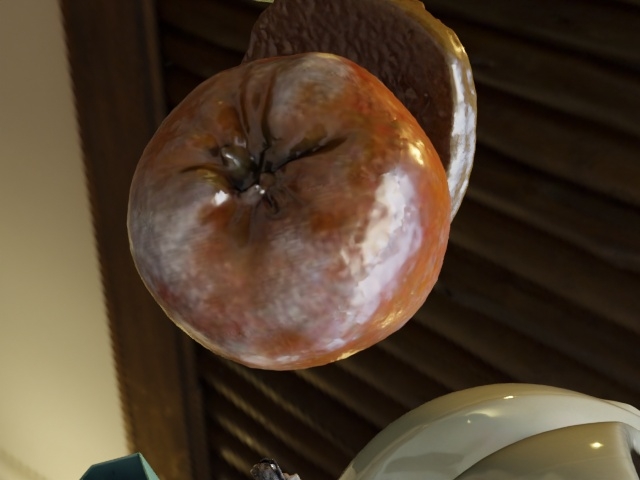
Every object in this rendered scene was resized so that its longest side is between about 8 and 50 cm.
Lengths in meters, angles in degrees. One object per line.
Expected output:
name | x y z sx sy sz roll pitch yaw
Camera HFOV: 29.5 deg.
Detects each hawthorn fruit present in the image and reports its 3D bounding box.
hawthorn fruit | -0.010 -0.024 0.910 0.235 0.263 0.231 -18 -90 34

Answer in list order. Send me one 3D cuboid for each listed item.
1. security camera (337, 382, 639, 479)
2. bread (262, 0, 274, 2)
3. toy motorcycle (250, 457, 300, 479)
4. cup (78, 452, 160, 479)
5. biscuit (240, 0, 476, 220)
security camera | 0.094 0.157 0.422 0.194 0.195 0.236 64 -4 -5
bread | -0.042 -0.384 1.559 0.261 0.156 0.158 2 -59 9
toy motorcycle | 0.006 0.250 0.853 0.151 0.074 0.229 67 -11 -26
cup | -0.211 0.397 1.516 0.134 0.148 0.235 7 -43 49
biscuit | 0.028 -0.107 1.104 0.257 0.049 0.273 40 -51 23
